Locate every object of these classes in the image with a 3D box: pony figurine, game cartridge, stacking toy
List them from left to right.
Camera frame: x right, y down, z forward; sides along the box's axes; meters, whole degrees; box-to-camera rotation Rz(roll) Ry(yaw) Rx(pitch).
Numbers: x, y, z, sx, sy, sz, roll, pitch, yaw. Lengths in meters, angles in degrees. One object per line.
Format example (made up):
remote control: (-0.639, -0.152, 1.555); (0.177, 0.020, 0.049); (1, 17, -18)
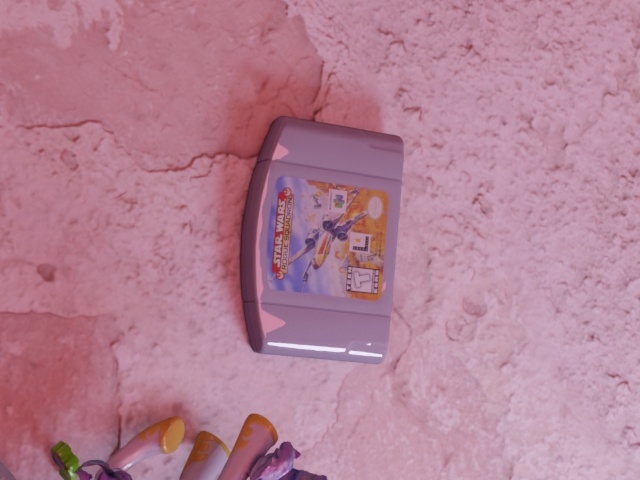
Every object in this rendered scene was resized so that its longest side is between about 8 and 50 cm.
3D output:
stacking toy: (-0.378, 0.229, 1.305); (0.167, 0.052, 0.221); (-45, 111, -35)
pony figurine: (-0.156, 0.340, 1.233); (0.363, 0.351, 0.302); (-40, 128, -33)
game cartridge: (0.000, 0.000, 1.504); (0.198, 0.062, 0.297); (7, 84, -28)
